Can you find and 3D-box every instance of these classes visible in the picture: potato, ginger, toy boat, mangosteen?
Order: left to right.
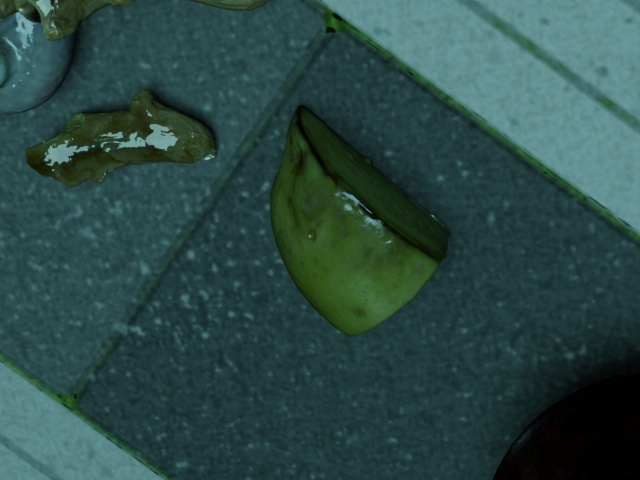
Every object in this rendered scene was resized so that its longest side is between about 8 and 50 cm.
[{"bbox_3d":[-0.270,-0.187,1.192,0.155,0.085,0.227,-33,100,23],"label":"toy boat"},{"bbox_3d":[-0.142,-0.173,1.132,0.288,0.089,0.075,-8,131,-7],"label":"ginger"},{"bbox_3d":[-0.147,-0.074,1.230,0.137,0.044,0.057,-8,80,12],"label":"ginger"},{"bbox_3d":[0.000,0.000,1.198,0.149,0.081,0.120,41,114,-4],"label":"potato"},{"bbox_3d":[0.219,0.219,1.128,0.235,0.261,0.235,5,111,14],"label":"mangosteen"}]
